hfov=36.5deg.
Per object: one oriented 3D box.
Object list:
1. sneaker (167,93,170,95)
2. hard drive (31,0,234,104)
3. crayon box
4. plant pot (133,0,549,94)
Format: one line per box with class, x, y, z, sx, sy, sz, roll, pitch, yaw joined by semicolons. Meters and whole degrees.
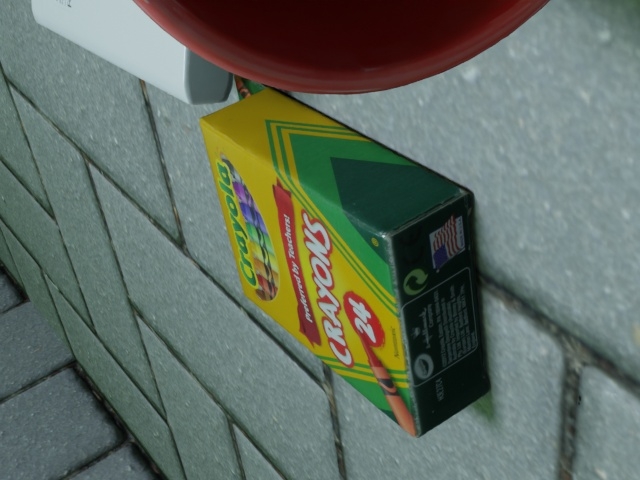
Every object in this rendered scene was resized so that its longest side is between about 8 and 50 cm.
sneaker;-0.110;-0.192;0.893;0.051;0.070;0.134;87;176;-60
hard drive;-0.173;-0.273;0.839;0.353;0.047;0.233;32;123;49
crayon box;0.000;0.000;0.830;0.318;0.081;0.202;34;145;47
plant pot;-0.018;-0.237;0.421;0.243;0.275;0.275;51;156;48
